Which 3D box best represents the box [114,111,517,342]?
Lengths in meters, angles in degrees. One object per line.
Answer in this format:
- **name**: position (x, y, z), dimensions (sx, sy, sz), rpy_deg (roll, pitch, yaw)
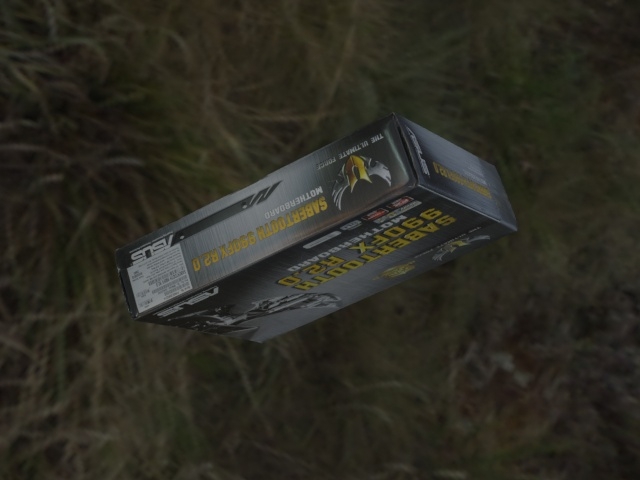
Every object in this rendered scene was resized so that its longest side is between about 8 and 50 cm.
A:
- **box**: position (0.000, 0.000, 1.078), dimensions (0.183, 0.231, 0.056), rpy_deg (20, 50, -61)
